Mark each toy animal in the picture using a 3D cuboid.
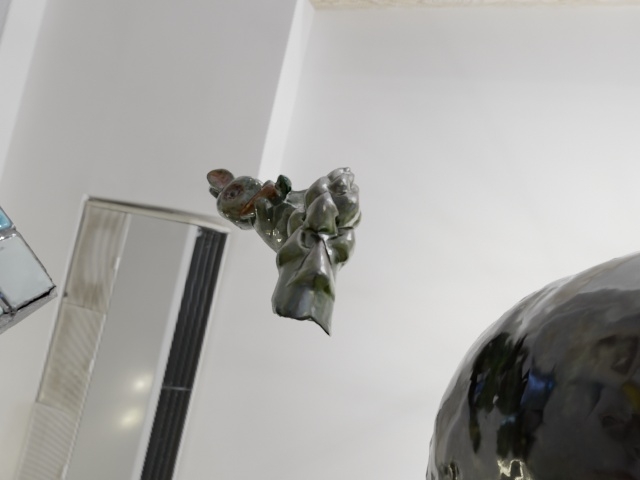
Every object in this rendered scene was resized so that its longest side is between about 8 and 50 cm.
[{"bbox_3d":[-0.091,-0.041,0.838,0.236,0.108,0.138,9,-60,21],"label":"toy animal"}]

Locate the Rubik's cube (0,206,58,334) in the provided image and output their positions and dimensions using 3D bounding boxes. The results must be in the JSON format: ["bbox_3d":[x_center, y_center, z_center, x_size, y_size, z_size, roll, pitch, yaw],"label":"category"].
[{"bbox_3d":[-0.432,0.051,0.585,0.183,0.167,0.180,-33,-84,15],"label":"Rubik's cube"}]

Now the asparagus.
[{"bbox_3d":[0.000,0.000,0.545,0.080,0.287,0.080,7,-53,9],"label":"asparagus"}]

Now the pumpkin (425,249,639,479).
[{"bbox_3d":[0.287,0.213,0.366,0.344,0.454,0.454,-30,-114,-29],"label":"pumpkin"}]
